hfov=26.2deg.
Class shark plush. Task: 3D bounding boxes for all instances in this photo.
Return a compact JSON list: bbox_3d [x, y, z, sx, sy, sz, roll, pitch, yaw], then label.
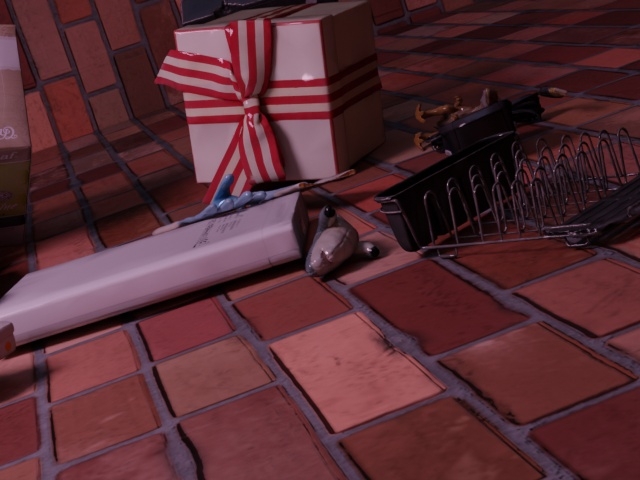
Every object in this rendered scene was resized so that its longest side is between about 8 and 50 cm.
[{"bbox_3d":[0.000,0.000,1.449,0.067,0.073,0.161,-49,19,1],"label":"shark plush"}]

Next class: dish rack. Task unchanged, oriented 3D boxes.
[{"bbox_3d":[0.213,-0.052,1.320,0.271,0.074,0.208,-4,19,47],"label":"dish rack"}]

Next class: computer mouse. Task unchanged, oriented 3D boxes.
[{"bbox_3d":[0.235,-0.145,1.733,0.184,0.060,0.262,-22,1,0],"label":"computer mouse"}]

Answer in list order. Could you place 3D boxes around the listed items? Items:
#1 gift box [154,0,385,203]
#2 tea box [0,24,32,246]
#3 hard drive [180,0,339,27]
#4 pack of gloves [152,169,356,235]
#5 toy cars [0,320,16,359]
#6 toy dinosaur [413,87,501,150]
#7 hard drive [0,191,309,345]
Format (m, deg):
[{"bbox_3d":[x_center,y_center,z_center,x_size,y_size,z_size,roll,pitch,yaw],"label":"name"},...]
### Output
[{"bbox_3d":[-0.073,-0.202,1.971,0.276,0.255,0.258,-6,14,22],"label":"gift box"},{"bbox_3d":[-0.610,-0.141,2.043,0.329,0.220,0.323,-5,-24,-18],"label":"tea box"},{"bbox_3d":[-0.058,-0.294,2.226,0.236,0.339,0.064,-15,53,11],"label":"hard drive"},{"bbox_3d":[-0.094,-0.064,1.749,0.195,0.046,0.232,-18,1,-27],"label":"pack of gloves"},{"bbox_3d":[-0.489,0.163,1.369,0.393,0.087,0.176,-16,17,-8],"label":"toy cars"},{"bbox_3d":[0.180,-0.163,1.924,0.112,0.064,0.211,-11,-1,-23],"label":"toy dinosaur"},{"bbox_3d":[-0.189,0.031,1.570,0.353,0.047,0.233,-17,10,5],"label":"hard drive"}]
